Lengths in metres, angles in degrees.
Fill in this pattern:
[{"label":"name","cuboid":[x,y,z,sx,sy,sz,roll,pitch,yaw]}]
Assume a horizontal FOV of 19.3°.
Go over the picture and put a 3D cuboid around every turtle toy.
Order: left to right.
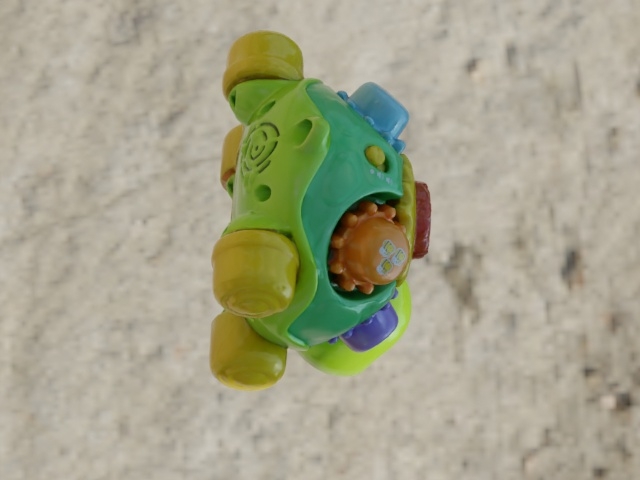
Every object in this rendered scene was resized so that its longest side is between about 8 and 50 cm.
[{"label":"turtle toy","cuboid":[0.000,0.000,0.590,0.130,0.066,0.095,96,-4,-60]}]
